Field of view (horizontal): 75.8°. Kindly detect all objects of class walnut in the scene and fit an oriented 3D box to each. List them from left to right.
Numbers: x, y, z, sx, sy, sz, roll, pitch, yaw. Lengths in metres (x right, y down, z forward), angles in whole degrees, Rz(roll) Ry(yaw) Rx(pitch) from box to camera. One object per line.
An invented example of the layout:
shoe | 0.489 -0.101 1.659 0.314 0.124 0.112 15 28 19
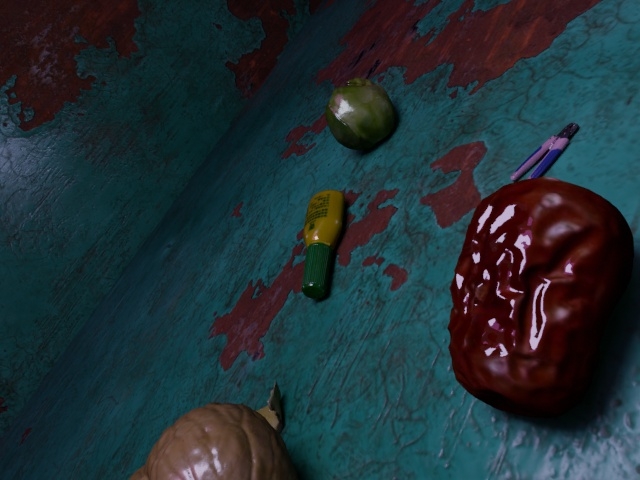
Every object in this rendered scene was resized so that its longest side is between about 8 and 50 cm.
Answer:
walnut | -0.126 0.318 0.509 0.228 0.228 0.228 -34 33 26

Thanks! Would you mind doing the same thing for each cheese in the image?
cheese | -0.080 0.273 0.658 0.084 0.041 0.060 -62 21 11

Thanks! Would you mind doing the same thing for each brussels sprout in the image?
brussels sprout | 0.097 -0.287 0.956 0.183 0.145 0.131 -21 -22 -38

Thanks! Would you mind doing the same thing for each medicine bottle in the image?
medicine bottle | 0.000 0.000 0.832 0.095 0.064 0.261 -23 38 30

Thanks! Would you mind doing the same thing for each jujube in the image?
jujube | 0.210 0.053 0.411 0.155 0.155 0.230 -1 61 53

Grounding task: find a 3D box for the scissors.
scissors | 0.324 -0.125 0.589 0.113 0.012 0.039 -48 30 4
